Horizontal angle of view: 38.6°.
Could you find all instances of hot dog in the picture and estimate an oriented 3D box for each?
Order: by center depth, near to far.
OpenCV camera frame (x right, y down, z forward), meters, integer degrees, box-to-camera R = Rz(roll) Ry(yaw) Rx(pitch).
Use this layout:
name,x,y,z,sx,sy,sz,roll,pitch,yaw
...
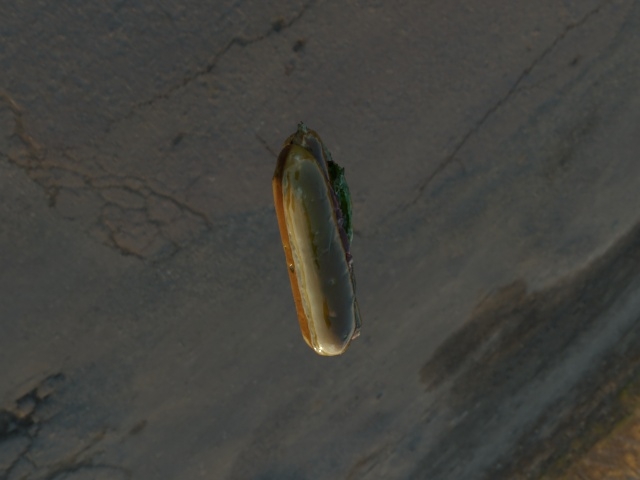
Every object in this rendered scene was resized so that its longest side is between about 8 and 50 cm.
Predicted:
name,x,y,z,sx,sy,sz,roll,pitch,yaw
hot dog,0.000,0.000,0.834,0.092,0.062,0.236,-74,157,-55
